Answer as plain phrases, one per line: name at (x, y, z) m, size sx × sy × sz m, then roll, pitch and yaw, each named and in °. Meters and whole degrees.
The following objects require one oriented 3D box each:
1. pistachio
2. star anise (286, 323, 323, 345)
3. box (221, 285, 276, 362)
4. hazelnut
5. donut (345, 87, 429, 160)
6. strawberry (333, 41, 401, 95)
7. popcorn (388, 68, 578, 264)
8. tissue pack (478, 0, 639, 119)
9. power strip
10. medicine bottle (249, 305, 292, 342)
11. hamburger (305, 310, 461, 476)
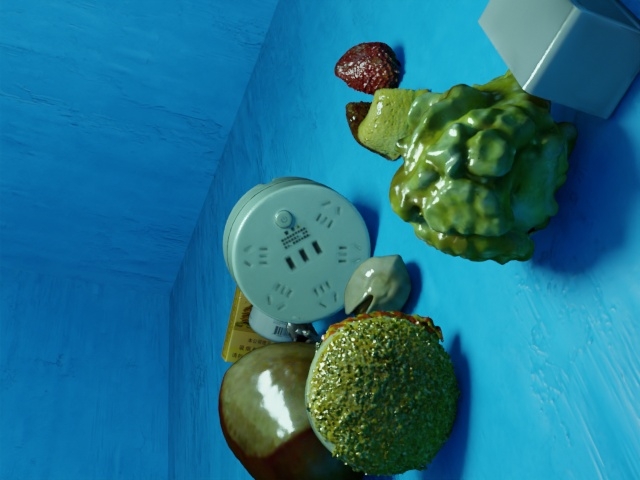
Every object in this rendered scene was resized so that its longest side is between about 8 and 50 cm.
pistachio at (0.118, 0.109, 1.769) m, size 0.152 × 0.126 × 0.223 m, roll -50°, pitch -6°, yaw -37°
star anise at (-0.023, 0.265, 2.056) m, size 0.209 × 0.089 × 0.231 m, roll 64°, pitch 166°, yaw -5°
box at (-0.173, 0.225, 2.426) m, size 0.076 × 0.174 × 0.274 m, roll -159°, pitch 81°, yaw -69°
hazelnut at (-0.040, 0.387, 1.758) m, size 0.366 × 0.366 × 0.366 m, roll -168°, pitch 90°, yaw -71°
donut at (0.133, -0.271, 1.961) m, size 0.295 × 0.112 × 0.151 m, roll 177°, pitch 106°, yaw -71°
strawberry at (0.118, -0.422, 2.032) m, size 0.131 × 0.148 × 0.131 m, roll -168°, pitch 90°, yaw -69°
popcorn at (0.258, -0.110, 1.301) m, size 0.335 × 0.274 × 0.279 m, roll -41°, pitch -61°, yaw -58°
tissue pack at (0.367, -0.318, 1.264) m, size 0.246 × 0.159 × 0.136 m, roll -101°, pitch 31°, yaw -50°
power strip at (-0.053, 0.030, 1.991) m, size 0.161 × 0.357 × 0.357 m, roll -143°, pitch 67°, yaw -70°
medicine bottle at (-0.083, 0.122, 2.263) m, size 0.157 × 0.157 × 0.289 m, roll -119°, pitch 45°, yaw -62°
hamburger at (0.106, 0.268, 1.480) m, size 0.179 × 0.276 × 0.294 m, roll 121°, pitch 151°, yaw -68°
